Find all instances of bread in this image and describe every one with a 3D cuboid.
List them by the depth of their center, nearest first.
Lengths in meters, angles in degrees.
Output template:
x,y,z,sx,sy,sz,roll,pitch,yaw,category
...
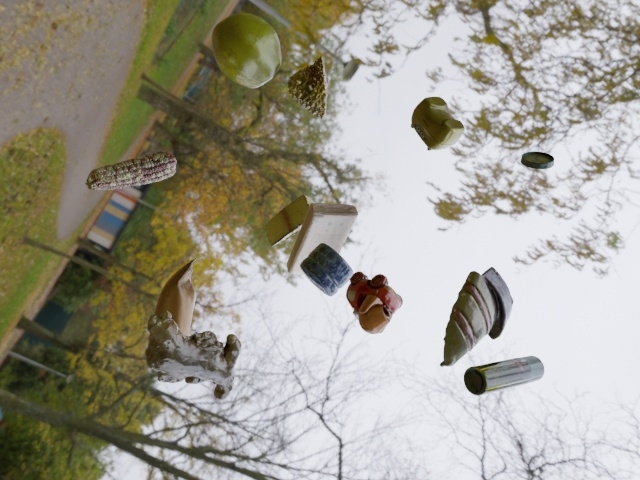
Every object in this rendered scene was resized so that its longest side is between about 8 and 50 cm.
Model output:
x,y,z,sx,sy,sz,roll,pitch,yaw,category
-0.085,-0.055,2.207,0.240,0.178,0.135,-36,-127,21,bread

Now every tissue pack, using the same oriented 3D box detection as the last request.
x,y,z,sx,sy,sz,roll,pitch,yaw,category
0.397,-0.397,1.844,0.178,0.123,0.127,61,-39,22,tissue pack
0.000,0.000,1.886,0.325,0.170,0.071,114,-30,-44,tissue pack

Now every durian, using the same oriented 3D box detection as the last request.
x,y,z,sx,sy,sz,roll,pitch,yaw,category
-0.017,-0.468,1.673,0.132,0.165,0.182,-45,-164,-13,durian

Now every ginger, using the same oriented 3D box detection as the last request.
x,y,z,sx,sy,sz,roll,pitch,yaw,category
-0.278,0.265,1.214,0.166,0.333,0.080,-46,-138,3,ginger

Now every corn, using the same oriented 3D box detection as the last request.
x,y,z,sx,sy,sz,roll,pitch,yaw,category
-0.490,-0.180,1.396,0.237,0.080,0.079,-18,175,-34,corn

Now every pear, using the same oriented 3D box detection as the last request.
x,y,z,sx,sy,sz,roll,pitch,yaw,category
-0.197,-0.515,1.446,0.198,0.198,0.198,-48,-159,26,pear

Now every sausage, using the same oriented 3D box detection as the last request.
x,y,z,sx,sy,sz,roll,pitch,yaw,category
-0.414,0.204,1.522,0.112,0.112,0.329,-156,-102,-71,sausage

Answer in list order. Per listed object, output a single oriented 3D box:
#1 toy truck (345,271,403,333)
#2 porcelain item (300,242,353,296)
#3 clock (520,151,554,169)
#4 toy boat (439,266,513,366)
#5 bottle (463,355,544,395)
x,y,z,sx,sy,sz,roll,pitch,yaw,category
0.205,0.276,2.252,0.264,0.189,0.239,2,-131,49,toy truck
0.017,0.094,1.666,0.114,0.147,0.147,-46,-163,-11,porcelain item
0.569,-0.211,1.402,0.085,0.085,0.017,-92,180,-58,clock
0.485,0.223,1.645,0.111,0.293,0.276,16,-62,45,toy boat
0.543,0.392,1.567,0.082,0.286,0.082,-1,-92,54,bottle
